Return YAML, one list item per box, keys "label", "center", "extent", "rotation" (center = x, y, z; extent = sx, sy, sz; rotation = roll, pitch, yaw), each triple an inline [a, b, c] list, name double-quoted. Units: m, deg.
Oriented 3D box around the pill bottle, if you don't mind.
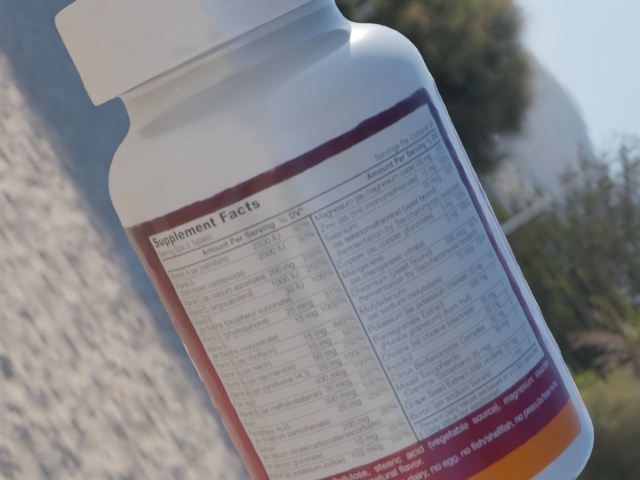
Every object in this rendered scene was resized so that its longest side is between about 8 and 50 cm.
- label: "pill bottle"
  center: [0.000, 0.000, 0.565]
  extent: [0.221, 0.121, 0.121]
  rotation: [64, 1, -7]
